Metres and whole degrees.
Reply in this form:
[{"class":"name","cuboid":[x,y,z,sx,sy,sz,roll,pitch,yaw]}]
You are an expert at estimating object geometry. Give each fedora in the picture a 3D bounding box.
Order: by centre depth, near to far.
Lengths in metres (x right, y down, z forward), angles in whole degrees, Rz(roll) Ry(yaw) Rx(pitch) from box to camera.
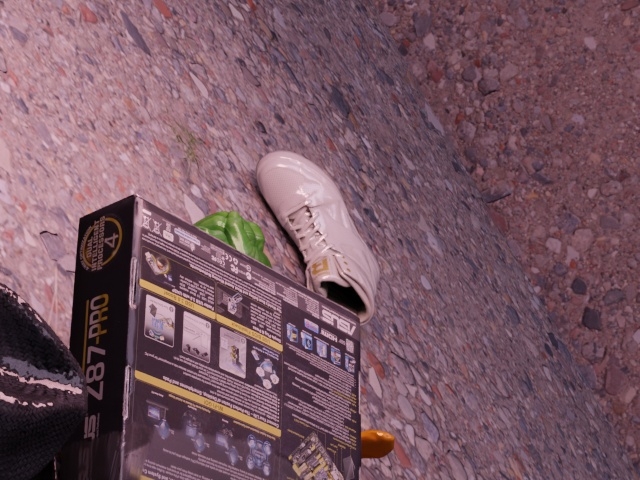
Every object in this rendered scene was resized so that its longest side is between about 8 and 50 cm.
[{"class":"fedora","cuboid":[-0.321,0.129,1.290,0.334,0.152,0.334,40,31,-30]}]

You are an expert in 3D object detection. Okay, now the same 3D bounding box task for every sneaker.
[{"class":"sneaker","cuboid":[0.000,0.000,2.322,0.292,0.108,0.169,51,18,-19]}]

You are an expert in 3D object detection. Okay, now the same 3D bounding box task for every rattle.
[{"class":"rattle","cuboid":[0.034,0.232,2.019,0.130,0.143,0.200,35,29,-4]}]

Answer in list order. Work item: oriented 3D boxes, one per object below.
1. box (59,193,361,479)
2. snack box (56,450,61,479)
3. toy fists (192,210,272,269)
[{"class":"box","cuboid":[-0.100,0.170,1.596,0.395,0.097,0.318,30,49,-46]},{"class":"snack box","cuboid":[-0.303,0.188,1.467,0.178,0.022,0.064,36,29,-44]},{"class":"toy fists","cuboid":[-0.136,0.037,1.974,0.142,0.096,0.279,56,21,0]}]
